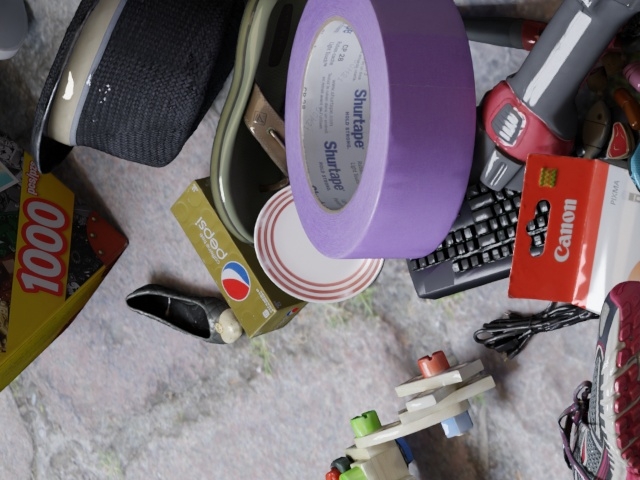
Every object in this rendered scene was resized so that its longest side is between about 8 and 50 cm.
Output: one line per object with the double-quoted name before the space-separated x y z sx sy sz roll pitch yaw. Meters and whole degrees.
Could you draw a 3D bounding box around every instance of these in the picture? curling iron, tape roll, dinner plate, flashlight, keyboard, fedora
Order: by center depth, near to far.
"flashlight" 0.226 -0.166 1.517 0.304 0.103 0.103 121 156 -44
"curling iron" 0.202 -0.205 1.633 0.274 0.035 0.068 3 81 48
"tape roll" 0.051 -0.119 1.675 0.275 0.090 0.274 180 90 -70
"keyboard" 0.206 0.005 1.686 0.317 0.033 0.201 -21 87 45
"dinner plate" 0.000 0.000 1.849 0.141 0.017 0.141 4 115 8
"fedora" -0.181 -0.193 1.876 0.153 0.334 0.334 27 123 1

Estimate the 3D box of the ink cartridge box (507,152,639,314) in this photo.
"ink cartridge box" 0.266 0.001 1.550 0.179 0.045 0.145 5 110 -3

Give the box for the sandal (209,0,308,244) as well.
"sandal" -0.045 -0.131 1.831 0.086 0.120 0.302 20 115 23

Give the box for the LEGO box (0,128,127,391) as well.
"LEGO box" -0.519 0.054 1.989 0.372 0.500 0.193 41 130 0

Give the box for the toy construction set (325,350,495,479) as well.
"toy construction set" 0.113 0.279 1.763 0.215 0.151 0.327 159 102 -69

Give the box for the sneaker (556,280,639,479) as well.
"sneaker" 0.267 0.163 1.574 0.112 0.121 0.299 31 138 39

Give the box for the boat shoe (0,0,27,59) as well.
"boat shoe" -0.445 -0.315 2.177 0.084 0.095 0.258 -52 55 43

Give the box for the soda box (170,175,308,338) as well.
"soda box" -0.091 0.015 1.947 0.061 0.058 0.181 -46 69 40

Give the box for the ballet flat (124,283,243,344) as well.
"ballet flat" -0.158 0.090 2.035 0.173 0.049 0.057 13 111 40

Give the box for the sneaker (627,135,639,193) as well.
"sneaker" 0.362 -0.164 1.393 0.125 0.140 0.340 33 108 31

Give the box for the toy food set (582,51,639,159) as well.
"toy food set" 0.269 -0.127 1.577 0.078 0.019 0.122 9 94 45
